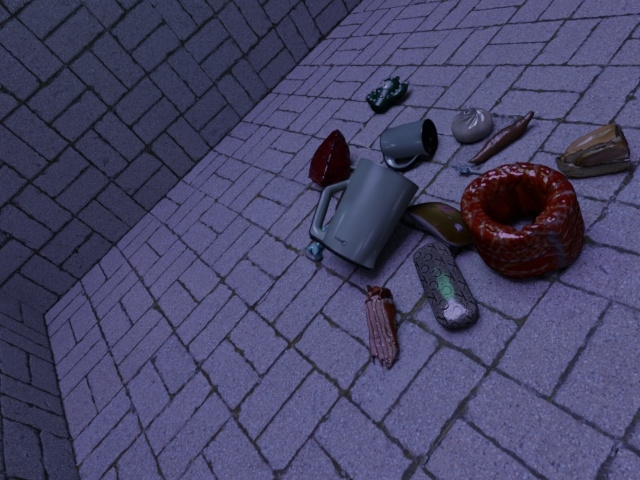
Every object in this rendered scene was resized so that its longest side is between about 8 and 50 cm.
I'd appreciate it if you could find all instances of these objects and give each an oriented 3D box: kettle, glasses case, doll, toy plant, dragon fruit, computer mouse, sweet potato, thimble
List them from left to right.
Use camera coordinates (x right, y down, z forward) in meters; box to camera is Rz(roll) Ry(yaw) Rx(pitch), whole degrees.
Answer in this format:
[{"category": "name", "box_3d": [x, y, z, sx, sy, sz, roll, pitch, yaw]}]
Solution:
[{"category": "doll", "box_3d": [0.000, 0.000, 1.925, 0.159, 0.059, 0.159, -47, 40, -8]}, {"category": "dragon fruit", "box_3d": [0.050, -0.380, 2.203, 0.205, 0.152, 0.316, -12, 57, 55]}, {"category": "kettle", "box_3d": [0.141, -0.119, 1.685, 0.361, 0.250, 0.376, 29, 95, 29]}, {"category": "toy plant", "box_3d": [0.368, -0.824, 2.391, 0.243, 0.112, 0.232, -40, 43, 8]}, {"category": "kettle", "box_3d": [0.394, -0.430, 1.971, 0.237, 0.161, 0.221, 0, 84, 39]}, {"category": "computer mouse", "box_3d": [0.447, -0.076, 1.599, 0.158, 0.071, 0.310, -14, 35, -20]}, {"category": "glasses case", "box_3d": [0.411, 0.140, 1.442, 0.137, 0.085, 0.354, -25, 40, 13]}, {"category": "sweet potato", "box_3d": [0.730, -0.412, 1.745, 0.314, 0.066, 0.072, -35, 32, 9]}, {"category": "thimble", "box_3d": [0.634, -0.068, 1.354, 0.350, 0.230, 0.350, -21, 41, 20]}]

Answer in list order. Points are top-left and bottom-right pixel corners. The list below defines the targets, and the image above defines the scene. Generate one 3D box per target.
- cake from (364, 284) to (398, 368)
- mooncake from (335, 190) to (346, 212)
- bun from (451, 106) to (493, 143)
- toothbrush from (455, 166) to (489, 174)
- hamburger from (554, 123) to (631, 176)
[{"category": "cake", "box_3d": [0.216, 0.292, 1.463, 0.098, 0.135, 0.287, -12, 66, 23]}, {"category": "mooncake", "box_3d": [0.189, -0.155, 1.880, 0.235, 0.117, 0.234, -16, 49, 20]}, {"category": "bun", "box_3d": [0.652, -0.513, 1.861, 0.173, 0.120, 0.172, -20, 41, 19]}, {"category": "toothbrush", "box_3d": [0.696, -0.248, 1.640, 0.386, 0.040, 0.040, 20, 66, 43]}, {"category": "hamburger", "box_3d": [0.921, -0.291, 1.452, 0.208, 0.135, 0.155, -25, 23, 39]}]
